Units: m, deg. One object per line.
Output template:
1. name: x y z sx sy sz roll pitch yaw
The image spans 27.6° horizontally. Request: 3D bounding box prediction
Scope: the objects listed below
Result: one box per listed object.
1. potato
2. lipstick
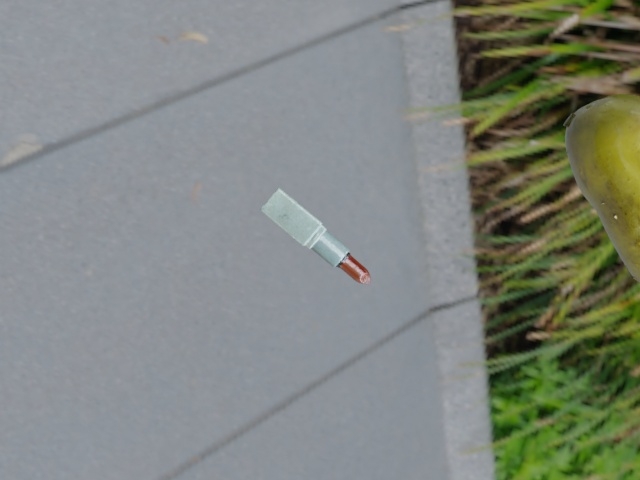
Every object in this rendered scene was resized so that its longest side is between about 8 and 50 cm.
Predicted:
1. potato: 0.425 -0.050 1.641 0.140 0.173 0.300 -39 101 -46
2. lipstick: 0.000 0.000 1.277 0.030 0.129 0.030 -51 179 1
